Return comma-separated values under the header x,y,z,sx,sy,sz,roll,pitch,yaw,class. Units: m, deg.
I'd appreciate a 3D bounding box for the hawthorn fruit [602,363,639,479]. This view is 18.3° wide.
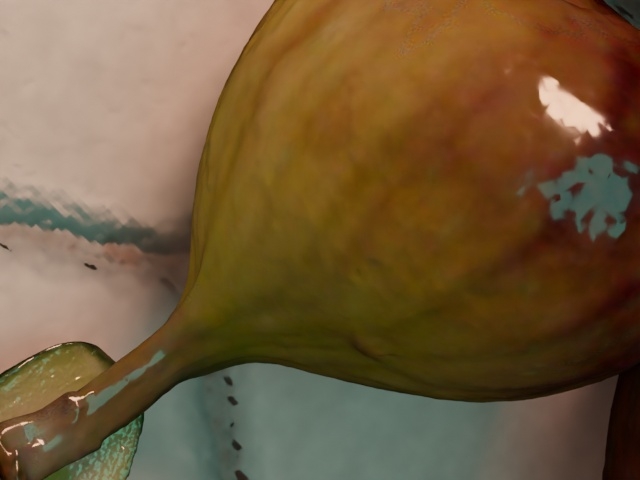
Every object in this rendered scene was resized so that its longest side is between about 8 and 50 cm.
x,y,z,sx,sy,sz,roll,pitch,yaw,class
0.213,0.063,0.648,0.262,0.258,0.258,-46,117,6,hawthorn fruit

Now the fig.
x,y,z,sx,sy,sz,roll,pitch,yaw,class
0.005,-0.014,0.583,0.231,0.160,0.143,-11,130,-14,fig

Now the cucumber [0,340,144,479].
x,y,z,sx,sy,sz,roll,pitch,yaw,class
-0.100,0.079,0.614,0.067,0.035,0.107,45,74,-19,cucumber
